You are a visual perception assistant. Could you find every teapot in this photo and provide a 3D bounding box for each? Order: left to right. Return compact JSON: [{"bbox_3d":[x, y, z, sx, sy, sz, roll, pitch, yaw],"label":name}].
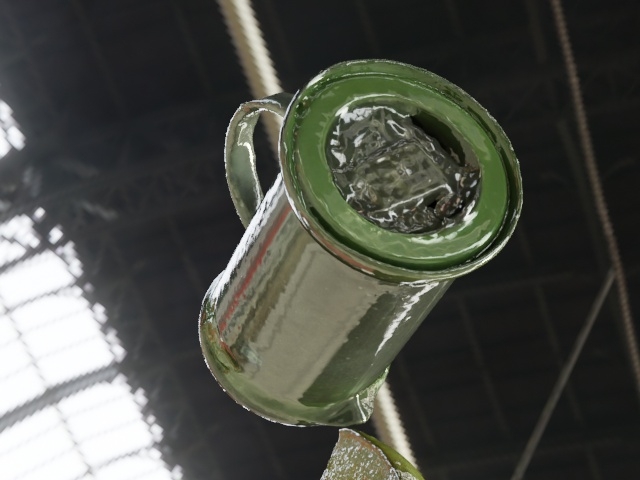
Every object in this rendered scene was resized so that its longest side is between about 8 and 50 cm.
[{"bbox_3d":[0.000,0.000,1.434,0.270,0.200,0.337,54,-32,16],"label":"teapot"}]

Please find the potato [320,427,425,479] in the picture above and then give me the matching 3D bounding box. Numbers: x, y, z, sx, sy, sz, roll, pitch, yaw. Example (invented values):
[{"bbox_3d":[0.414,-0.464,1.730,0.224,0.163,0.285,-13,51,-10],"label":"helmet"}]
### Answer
[{"bbox_3d":[0.060,0.343,1.577,0.112,0.269,0.255,22,0,-25],"label":"potato"}]
